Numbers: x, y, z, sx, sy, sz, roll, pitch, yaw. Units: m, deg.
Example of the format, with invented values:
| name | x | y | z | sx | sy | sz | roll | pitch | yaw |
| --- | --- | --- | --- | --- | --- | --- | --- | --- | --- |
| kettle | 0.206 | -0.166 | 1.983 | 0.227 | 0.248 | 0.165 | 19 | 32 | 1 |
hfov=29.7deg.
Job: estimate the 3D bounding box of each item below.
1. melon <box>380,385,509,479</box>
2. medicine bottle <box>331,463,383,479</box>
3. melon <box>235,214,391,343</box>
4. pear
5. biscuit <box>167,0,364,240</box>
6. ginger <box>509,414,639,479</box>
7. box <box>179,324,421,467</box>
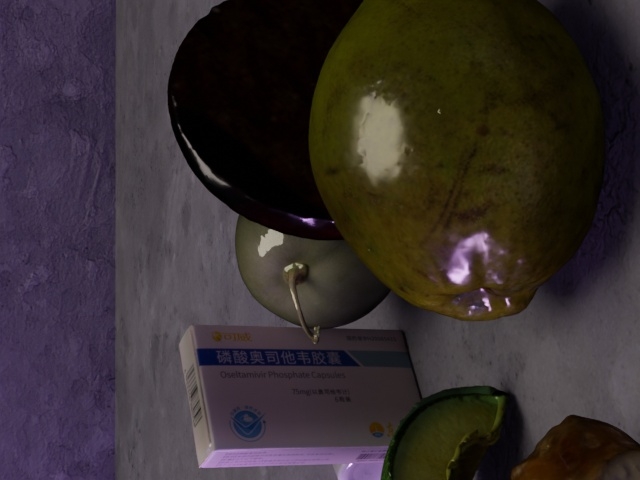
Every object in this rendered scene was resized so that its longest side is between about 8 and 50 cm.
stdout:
| name | x | y | z | sx | sy | sz | roll | pitch | yaw |
| --- | --- | --- | --- | --- | --- | --- | --- | --- | --- |
| melon | 0.133 | 0.310 | 1.512 | 0.169 | 0.129 | 0.265 | 106 | -175 | -50 |
| medicine bottle | 0.048 | 0.289 | 1.861 | 0.186 | 0.103 | 0.103 | -117 | 36 | -48 |
| melon | 0.005 | -0.004 | 1.752 | 0.308 | 0.272 | 0.272 | -1 | -87 | -77 |
| pear | 0.149 | -0.115 | 1.380 | 0.352 | 0.352 | 0.413 | 146 | 115 | -62 |
| biscuit | -0.005 | -0.176 | 1.636 | 0.091 | 0.407 | 0.407 | 108 | 154 | -59 |
| ginger | 0.315 | 0.368 | 1.153 | 0.254 | 0.176 | 0.418 | -27 | 66 | 56 |
| box | -0.019 | 0.220 | 1.717 | 0.065 | 0.343 | 0.200 | -56 | 39 | 46 |
